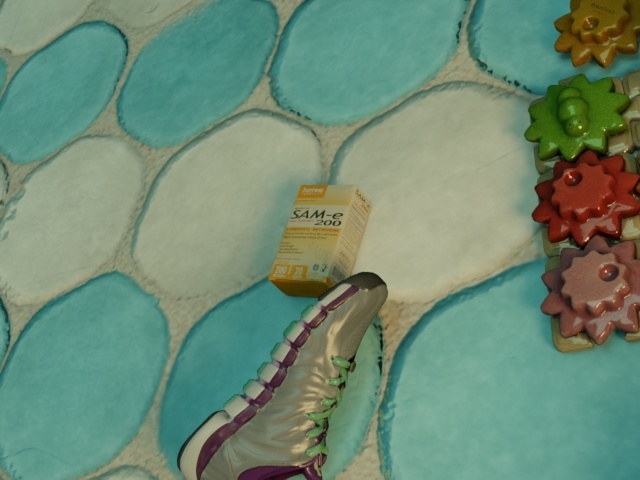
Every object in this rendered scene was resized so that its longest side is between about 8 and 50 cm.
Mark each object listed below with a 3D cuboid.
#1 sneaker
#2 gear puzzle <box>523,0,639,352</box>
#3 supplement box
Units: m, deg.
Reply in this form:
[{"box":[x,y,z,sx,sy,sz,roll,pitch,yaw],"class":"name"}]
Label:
[{"box":[-0.006,0.131,0.709,0.098,0.083,0.223,43,93,22],"class":"sneaker"},{"box":[0.243,-0.085,0.693,0.176,0.044,0.338,-14,55,25],"class":"gear puzzle"},{"box":[0.000,0.000,0.799,0.062,0.036,0.098,1,62,32],"class":"supplement box"}]
